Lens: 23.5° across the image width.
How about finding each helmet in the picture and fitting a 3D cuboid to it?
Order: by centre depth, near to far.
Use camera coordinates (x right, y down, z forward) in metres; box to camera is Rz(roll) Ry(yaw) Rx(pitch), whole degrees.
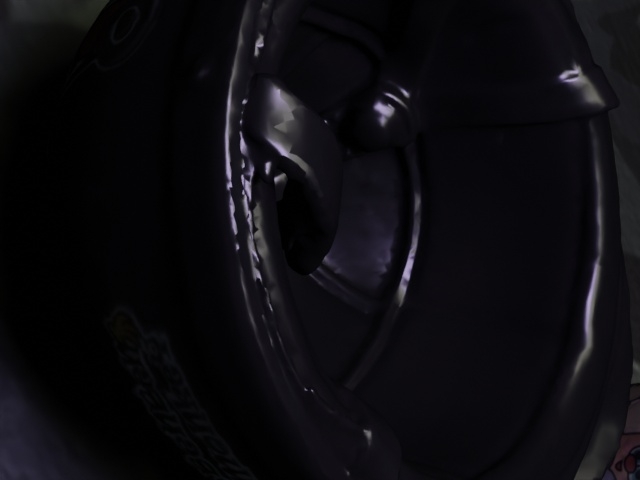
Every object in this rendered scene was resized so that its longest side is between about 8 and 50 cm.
[{"bbox_3d":[0.000,0.000,0.575,0.230,0.160,0.278,-55,133,-38],"label":"helmet"}]

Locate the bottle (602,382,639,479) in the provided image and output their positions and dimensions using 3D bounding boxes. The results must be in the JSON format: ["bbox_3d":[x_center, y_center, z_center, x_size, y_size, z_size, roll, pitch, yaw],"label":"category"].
[{"bbox_3d":[0.209,0.112,0.718,0.110,0.209,0.097,51,49,-24],"label":"bottle"}]
